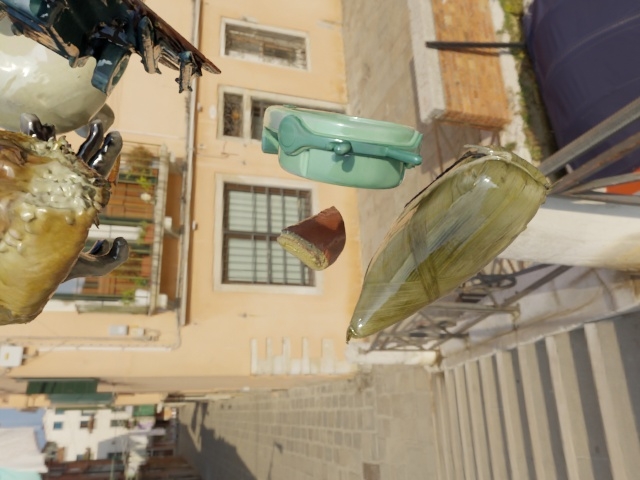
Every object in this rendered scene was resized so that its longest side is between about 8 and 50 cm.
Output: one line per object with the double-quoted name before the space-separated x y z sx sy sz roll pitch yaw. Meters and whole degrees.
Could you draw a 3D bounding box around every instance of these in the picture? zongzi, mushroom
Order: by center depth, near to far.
"zongzi" 0.111 0.011 0.504 0.197 0.099 0.194 -46 -2 -33
"mushroom" -0.563 -0.345 1.084 0.356 0.315 0.315 56 -173 -35

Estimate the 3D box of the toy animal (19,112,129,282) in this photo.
"toy animal" -0.532 -0.062 0.973 0.194 0.302 0.345 24 119 44

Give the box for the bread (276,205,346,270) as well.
"bread" 0.000 -0.001 1.131 0.067 0.192 0.119 -29 91 43

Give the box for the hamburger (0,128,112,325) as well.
"hamburger" -0.452 -0.019 0.632 0.445 0.268 0.287 27 97 51

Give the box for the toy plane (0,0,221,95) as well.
"toy plane" -0.164 -0.160 0.314 0.104 0.222 0.326 -59 15 10

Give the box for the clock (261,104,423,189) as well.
"clock" 0.025 -0.098 0.546 0.211 0.159 0.066 -124 41 -69

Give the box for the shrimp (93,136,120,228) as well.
"shrimp" -0.487 -0.127 1.120 0.150 0.068 0.249 -28 55 21
